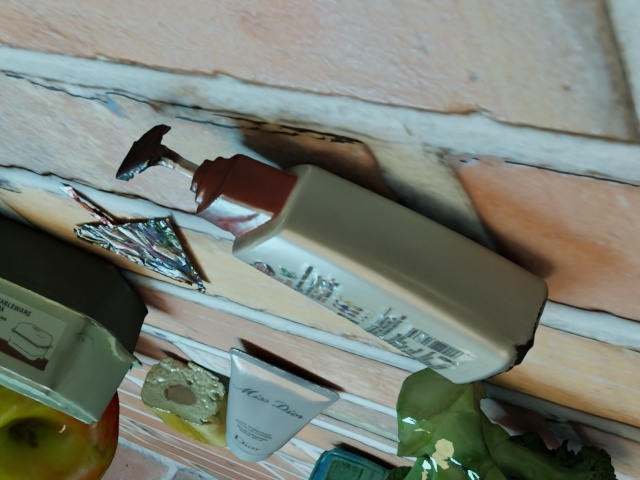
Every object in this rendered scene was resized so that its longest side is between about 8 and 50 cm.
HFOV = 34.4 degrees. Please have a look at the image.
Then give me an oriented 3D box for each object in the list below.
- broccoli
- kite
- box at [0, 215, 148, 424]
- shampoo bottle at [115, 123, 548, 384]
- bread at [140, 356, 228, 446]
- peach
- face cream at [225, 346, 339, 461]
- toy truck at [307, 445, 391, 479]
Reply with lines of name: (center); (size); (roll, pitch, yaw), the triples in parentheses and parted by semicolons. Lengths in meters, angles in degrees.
broccoli: (0.146, 0.241, 0.929); (0.270, 0.270, 0.270); (3, 120, 50)
kite: (-0.174, 0.000, 0.998); (0.189, 0.009, 0.232); (39, 157, -30)
box: (-0.356, 0.083, 1.217); (0.290, 0.166, 0.221); (22, 161, 13)
shampoo bottle: (0.000, 0.000, 0.674); (0.284, 0.071, 0.153); (30, 164, -3)
bread: (-0.188, 0.248, 1.574); (0.134, 0.085, 0.173); (17, 159, 15)
peach: (-0.485, 0.246, 1.540); (0.388, 0.388, 0.388); (23, 162, 8)
face cream: (-0.068, 0.216, 1.358); (0.143, 0.089, 0.314); (25, 151, 1)
toy truck: (0.105, 0.436, 1.595); (0.278, 0.155, 0.156); (26, 154, 1)
